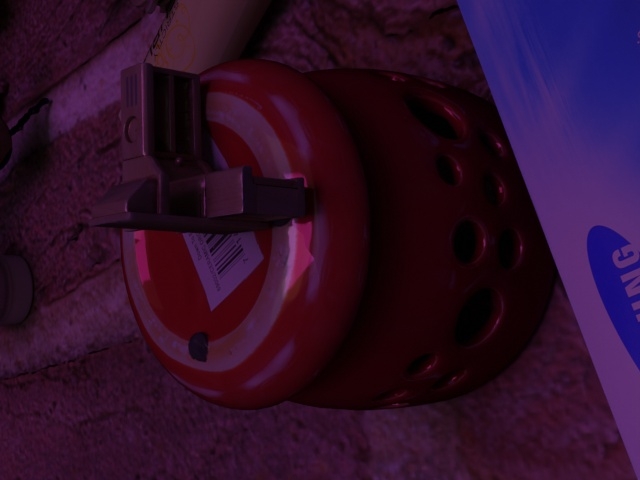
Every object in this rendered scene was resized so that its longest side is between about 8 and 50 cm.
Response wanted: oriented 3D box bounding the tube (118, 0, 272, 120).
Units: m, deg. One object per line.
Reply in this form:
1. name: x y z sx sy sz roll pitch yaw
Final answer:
1. tube: -0.086 -0.147 0.643 0.240 0.062 0.070 -53 15 35

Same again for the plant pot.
1. plant pot: 0.000 0.000 0.475 0.191 0.174 0.191 -1 89 46

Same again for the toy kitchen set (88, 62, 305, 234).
1. toy kitchen set: -0.060 -0.041 0.363 0.083 0.068 0.075 -6 84 45

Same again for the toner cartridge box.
1. toner cartridge box: 0.165 -0.076 0.384 0.165 0.075 0.347 -32 67 39

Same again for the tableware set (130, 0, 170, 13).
1. tableware set: -0.090 -0.260 0.659 0.194 0.039 0.128 -65 31 13

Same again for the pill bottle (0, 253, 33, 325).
1. pill bottle: -0.359 0.047 0.817 0.094 0.169 0.094 -1 88 44

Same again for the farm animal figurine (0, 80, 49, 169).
1. farm animal figurine: -0.465 -0.056 0.857 0.330 0.327 0.172 -3 104 50
